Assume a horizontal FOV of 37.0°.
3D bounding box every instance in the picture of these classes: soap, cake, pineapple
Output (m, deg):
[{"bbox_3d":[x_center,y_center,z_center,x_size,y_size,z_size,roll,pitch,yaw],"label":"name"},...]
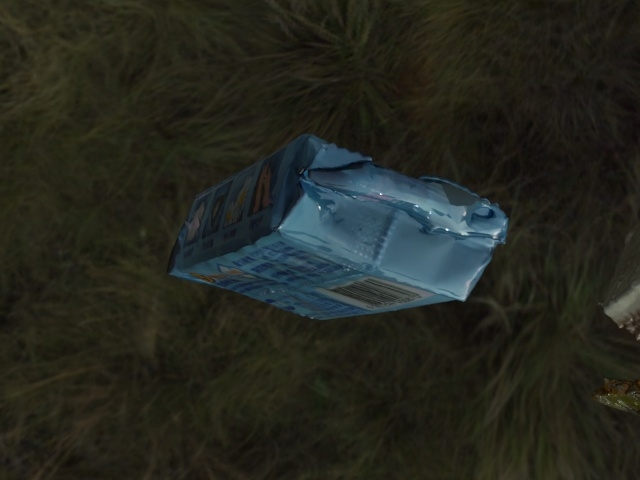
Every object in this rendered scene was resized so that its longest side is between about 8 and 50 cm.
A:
[{"bbox_3d":[0.000,0.000,0.696,0.156,0.293,0.077,20,75,-22],"label":"soap"},{"bbox_3d":[0.374,0.043,0.952,0.147,0.135,0.134,29,145,1],"label":"cake"},{"bbox_3d":[0.248,0.121,0.725,0.083,0.019,0.045,16,151,18],"label":"pineapple"}]
